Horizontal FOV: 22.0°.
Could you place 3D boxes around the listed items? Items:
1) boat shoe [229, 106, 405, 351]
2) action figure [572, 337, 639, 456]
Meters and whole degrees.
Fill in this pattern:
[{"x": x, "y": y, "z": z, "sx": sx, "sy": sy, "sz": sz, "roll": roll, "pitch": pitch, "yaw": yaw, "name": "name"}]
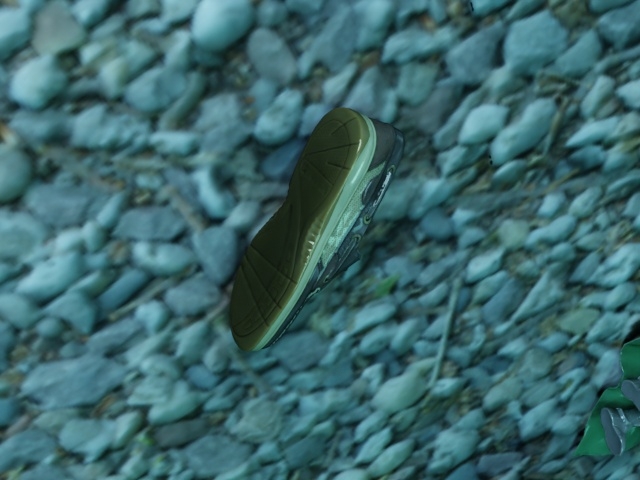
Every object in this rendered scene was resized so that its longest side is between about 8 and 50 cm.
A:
[{"x": 0.000, "y": 0.000, "z": 0.892, "sx": 0.049, "sy": 0.056, "sz": 0.152, "roll": 11, "pitch": 122, "yaw": -36, "name": "boat shoe"}, {"x": 0.314, "y": 0.114, "z": 1.226, "sx": 0.232, "sy": 0.063, "sz": 0.137, "roll": -5, "pitch": 142, "yaw": -28, "name": "action figure"}]
